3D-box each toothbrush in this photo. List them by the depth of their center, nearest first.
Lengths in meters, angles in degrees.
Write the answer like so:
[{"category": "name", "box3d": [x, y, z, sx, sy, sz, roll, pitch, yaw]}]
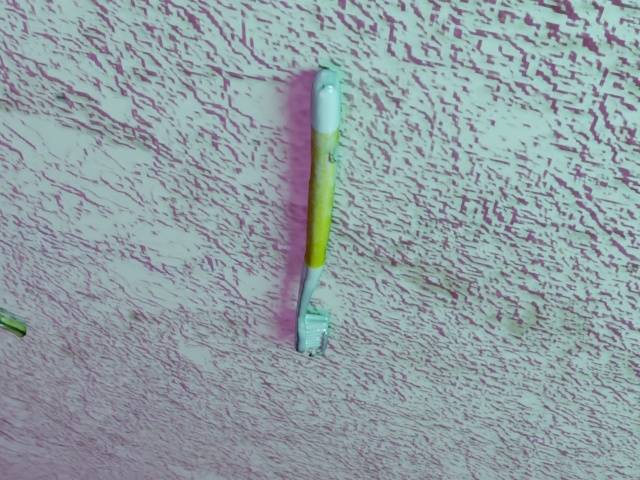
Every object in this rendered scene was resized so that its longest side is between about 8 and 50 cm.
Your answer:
[{"category": "toothbrush", "box3d": [0.000, 0.000, 0.580, 0.024, 0.021, 0.288, 4, 147, -1]}]

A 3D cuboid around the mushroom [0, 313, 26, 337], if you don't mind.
[{"category": "mushroom", "box3d": [-0.350, 0.005, 0.740, 0.286, 0.026, 0.028, 35, 159, -29]}]
